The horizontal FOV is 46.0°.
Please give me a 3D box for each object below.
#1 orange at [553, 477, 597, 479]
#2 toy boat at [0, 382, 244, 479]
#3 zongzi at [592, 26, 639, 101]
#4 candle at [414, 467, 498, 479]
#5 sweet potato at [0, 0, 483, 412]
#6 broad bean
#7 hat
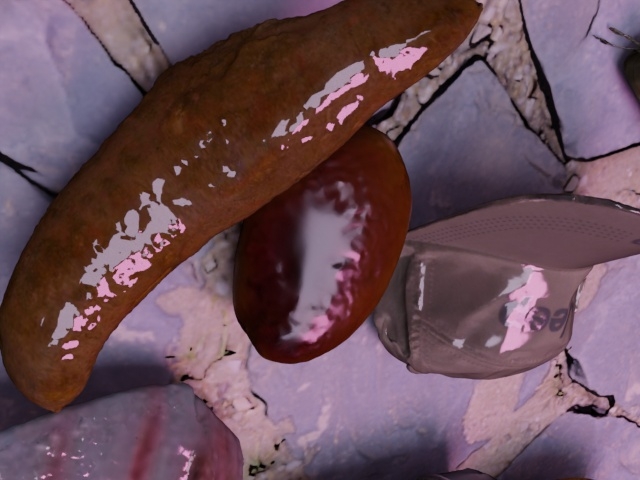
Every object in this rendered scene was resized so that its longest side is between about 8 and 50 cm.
[{"bbox_3d":[0.247,0.330,0.723,0.206,0.206,0.206,-11,117,-21],"label":"orange"},{"bbox_3d":[-0.171,0.176,0.467,0.282,0.096,0.206,23,88,-46],"label":"toy boat"},{"bbox_3d":[0.269,-0.099,0.613,0.154,0.062,0.130,10,121,-23],"label":"zongzi"},{"bbox_3d":[0.024,0.303,0.605,0.330,0.187,0.187,-5,116,-23],"label":"candle"},{"bbox_3d":[-0.065,-0.048,0.443,0.341,0.114,0.092,-41,152,4],"label":"sweet potato"},{"bbox_3d":[0.000,0.000,0.510,0.114,0.084,0.165,9,105,-38],"label":"broad bean"},{"bbox_3d":[0.163,0.045,0.546,0.214,0.245,0.149,1,92,-24],"label":"hat"}]
